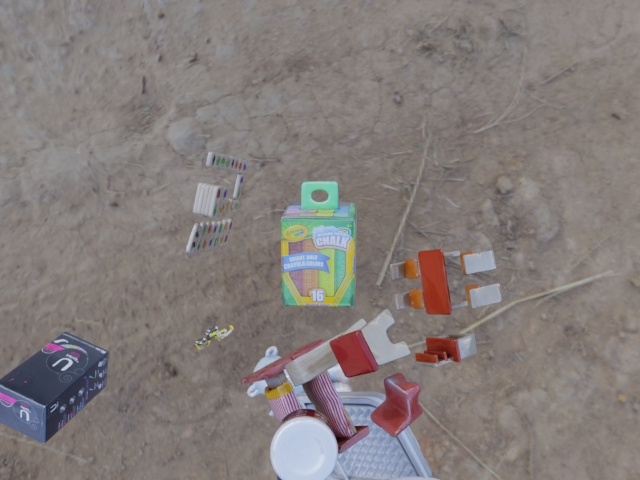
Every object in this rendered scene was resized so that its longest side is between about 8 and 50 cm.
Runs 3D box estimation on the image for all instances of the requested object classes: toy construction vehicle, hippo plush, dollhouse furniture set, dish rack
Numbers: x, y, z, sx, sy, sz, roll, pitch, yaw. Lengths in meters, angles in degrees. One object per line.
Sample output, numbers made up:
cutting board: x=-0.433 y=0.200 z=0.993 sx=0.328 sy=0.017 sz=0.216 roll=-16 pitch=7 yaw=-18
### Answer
toy construction vehicle: x=-0.299 y=0.275 z=1.713 sx=0.098 sy=0.086 sz=0.035 roll=-18 pitch=68 yaw=-35
hippo plush: x=-0.068 y=0.383 z=1.722 sx=0.236 sy=0.294 sz=0.234 roll=45 pitch=64 yaw=-35
dollhouse furniture set: x=0.019 y=0.271 z=1.026 sx=0.152 sy=0.374 sz=0.201 roll=-25 pitch=84 yaw=-28
dish rack: x=0.088 y=0.454 z=1.395 sx=0.072 sy=0.333 sz=0.285 roll=-40 pitch=109 yaw=-43
dollhouse furniture set: x=0.272 y=0.149 z=1.403 sx=0.135 sy=0.262 sz=0.259 roll=-8 pitch=88 yaw=-33

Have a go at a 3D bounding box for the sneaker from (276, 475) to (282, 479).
sneaker: x=-0.032 y=0.359 z=1.006 sx=0.053 sy=0.059 sz=0.144 roll=24 pitch=117 yaw=16

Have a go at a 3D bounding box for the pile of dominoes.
pile of dominoes: x=-0.189 y=-0.070 z=1.214 sx=0.040 sy=0.251 sz=0.196 roll=13 pitch=96 yaw=9

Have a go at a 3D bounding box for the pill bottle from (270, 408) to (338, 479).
pill bottle: x=-0.021 y=0.272 z=0.816 sx=0.086 sy=0.152 sz=0.086 roll=0 pitch=81 yaw=-1

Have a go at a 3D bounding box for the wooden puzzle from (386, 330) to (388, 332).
wooden puzzle: x=0.161 y=0.254 z=1.745 sx=0.083 sy=0.006 sz=0.049 roll=-26 pitch=64 yaw=-21

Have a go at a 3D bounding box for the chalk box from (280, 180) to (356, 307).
chalk box: x=0.000 y=0.000 z=1.107 sx=0.132 sy=0.132 sz=0.213 roll=0 pitch=106 yaw=5

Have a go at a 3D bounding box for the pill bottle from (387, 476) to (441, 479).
pill bottle: x=0.184 y=0.582 z=1.159 sx=0.131 sy=0.131 sz=0.229 roll=1 pitch=79 yaw=-22

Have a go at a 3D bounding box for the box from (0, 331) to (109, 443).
box: x=-0.747 y=0.405 z=1.709 sx=0.165 sy=0.270 sz=0.143 roll=20 pitch=118 yaw=11
